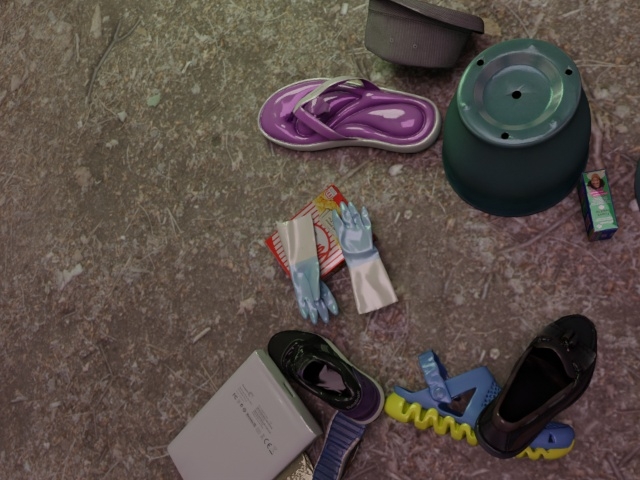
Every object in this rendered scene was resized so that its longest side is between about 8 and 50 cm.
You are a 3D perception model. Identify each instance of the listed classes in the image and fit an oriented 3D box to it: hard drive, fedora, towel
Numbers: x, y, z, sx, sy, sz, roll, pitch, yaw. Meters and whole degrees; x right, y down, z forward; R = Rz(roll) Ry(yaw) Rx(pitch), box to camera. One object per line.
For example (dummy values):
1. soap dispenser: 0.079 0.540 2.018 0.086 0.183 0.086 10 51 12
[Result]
1. hard drive: -0.159 0.395 1.028 0.307 0.040 0.203 -49 64 15
2. fedora: 0.184 -0.419 1.052 0.275 0.243 0.124 22 115 13
3. towel: -0.085 0.464 1.030 0.148 0.027 0.110 -37 69 8

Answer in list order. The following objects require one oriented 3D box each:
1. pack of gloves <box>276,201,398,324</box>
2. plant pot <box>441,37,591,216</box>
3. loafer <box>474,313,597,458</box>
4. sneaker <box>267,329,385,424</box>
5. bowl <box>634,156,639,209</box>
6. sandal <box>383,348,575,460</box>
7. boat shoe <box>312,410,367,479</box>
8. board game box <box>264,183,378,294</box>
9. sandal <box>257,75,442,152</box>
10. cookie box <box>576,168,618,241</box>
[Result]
1. pack of gloves: 0.023 0.041 1.026 0.195 0.046 0.232 -21 75 13
2. plant pot: 0.339 -0.201 0.907 0.271 0.255 0.272 -4 78 18
3. loafer: 0.361 0.215 0.826 0.302 0.095 0.109 -38 56 -26
4. sneaker: -0.014 0.229 0.973 0.283 0.124 0.107 21 77 41
5. bowl: 0.691 -0.114 0.818 0.311 0.163 0.312 -4 76 18
6. sandal: 0.272 0.282 0.901 0.317 0.126 0.138 12 79 19
7. boat shoe: 0.042 0.380 0.982 0.066 0.066 0.183 26 81 25
8. board game box: 0.000 0.000 1.091 0.193 0.045 0.147 -41 69 7
9. sandal: 0.047 -0.281 1.105 0.416 0.102 0.170 6 80 20
10. cookie box: 0.485 -0.059 0.914 0.040 0.092 0.107 -11 75 19
